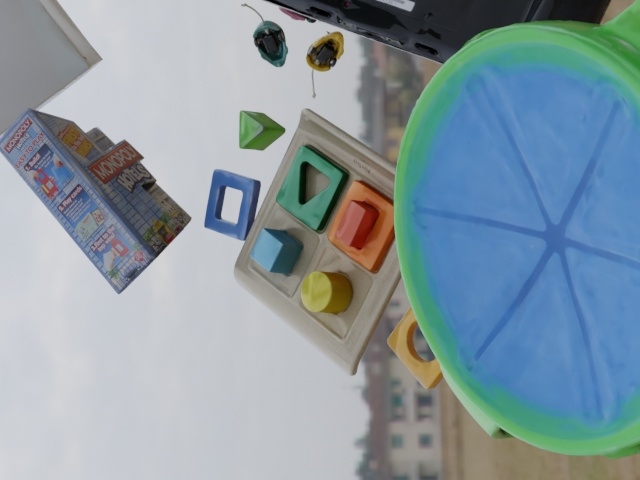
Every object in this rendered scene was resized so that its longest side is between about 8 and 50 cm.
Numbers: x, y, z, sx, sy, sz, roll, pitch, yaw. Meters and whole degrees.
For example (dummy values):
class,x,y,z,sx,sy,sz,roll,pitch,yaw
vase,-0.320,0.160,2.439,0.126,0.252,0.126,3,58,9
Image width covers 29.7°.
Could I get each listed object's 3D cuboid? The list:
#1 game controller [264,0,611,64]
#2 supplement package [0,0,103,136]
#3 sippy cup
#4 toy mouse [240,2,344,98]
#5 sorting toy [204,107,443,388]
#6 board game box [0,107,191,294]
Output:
class,x,y,z,sx,sy,sz,roll,pitch,yaw
game controller,0.076,-0.233,0.950,0.166,0.319,0.067,-67,-22,3
supplement package,-0.418,-0.240,1.516,0.194,0.203,0.149,54,-176,-12
sippy cup,0.200,-0.017,0.699,0.305,0.224,0.240,-22,83,54
toy mouse,-0.034,-0.268,1.496,0.161,0.143,0.031,-54,22,38
sorting toy,0.000,0.000,1.104,0.047,0.348,0.196,1,-63,-48
board game box,-0.228,-0.061,1.243,0.194,0.060,0.194,45,-160,-6
